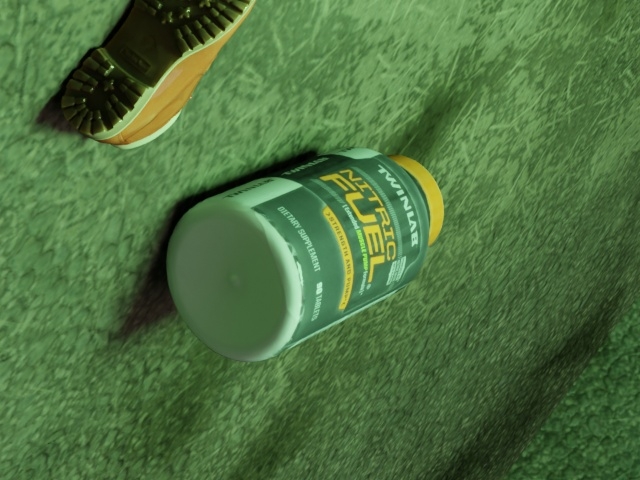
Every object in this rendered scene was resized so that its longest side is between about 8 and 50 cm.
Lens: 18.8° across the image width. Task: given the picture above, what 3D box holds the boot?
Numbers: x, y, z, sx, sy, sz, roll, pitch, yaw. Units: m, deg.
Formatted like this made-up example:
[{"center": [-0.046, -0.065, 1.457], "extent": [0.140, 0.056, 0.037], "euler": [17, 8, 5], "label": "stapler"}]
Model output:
[{"center": [-0.095, -0.122, 1.252], "extent": [0.158, 0.059, 0.084], "euler": [-44, 162, 0], "label": "boot"}]

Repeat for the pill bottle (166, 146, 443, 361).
[{"center": [0.000, 0.000, 1.536], "extent": [0.246, 0.130, 0.130], "euler": [-25, 146, -52], "label": "pill bottle"}]
